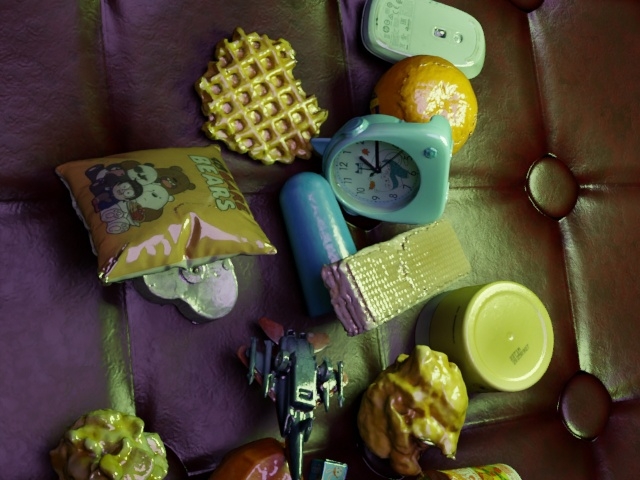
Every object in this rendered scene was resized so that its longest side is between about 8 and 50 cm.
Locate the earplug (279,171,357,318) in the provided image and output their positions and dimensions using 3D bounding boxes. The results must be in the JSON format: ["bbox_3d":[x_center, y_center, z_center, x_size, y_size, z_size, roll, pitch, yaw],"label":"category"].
[{"bbox_3d":[0.000,0.000,1.657,0.132,0.132,0.273,-15,84,-27],"label":"earplug"}]

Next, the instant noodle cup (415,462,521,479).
[{"bbox_3d":[0.299,0.510,1.696,0.185,0.168,0.168,-4,83,-34],"label":"instant noodle cup"}]

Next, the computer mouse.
[{"bbox_3d":[0.218,-0.430,1.851,0.288,0.097,0.159,11,77,-12],"label":"computer mouse"}]

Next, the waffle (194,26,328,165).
[{"bbox_3d":[-0.109,-0.281,1.693,0.291,0.051,0.291,4,81,-24],"label":"waffle"}]

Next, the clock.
[{"bbox_3d":[0.116,-0.147,1.686,0.274,0.223,0.094,9,41,8],"label":"clock"}]

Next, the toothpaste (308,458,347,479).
[{"bbox_3d":[-0.007,0.538,1.587,0.050,0.065,0.266,18,74,-22],"label":"toothpaste"}]

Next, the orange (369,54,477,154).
[{"bbox_3d":[0.208,-0.265,1.761,0.219,0.193,0.219,0,85,-4],"label":"orange"}]

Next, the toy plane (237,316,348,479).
[{"bbox_3d":[-0.040,0.277,1.517,0.223,0.104,0.326,18,37,-21],"label":"toy plane"}]

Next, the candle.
[{"bbox_3d":[-0.232,0.053,1.566,0.192,0.068,0.168,26,69,-22],"label":"candle"}]

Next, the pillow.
[{"bbox_3d":[-0.268,-0.057,1.489,0.312,0.119,0.310,-9,43,-26],"label":"pillow"}]

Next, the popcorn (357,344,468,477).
[{"bbox_3d":[0.171,0.322,1.646,0.190,0.191,0.253,7,86,-10],"label":"popcorn"}]

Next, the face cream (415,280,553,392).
[{"bbox_3d":[0.327,0.197,1.742,0.218,0.179,0.218,5,79,-25],"label":"face cream"}]

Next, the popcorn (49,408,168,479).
[{"bbox_3d":[-0.339,0.367,1.396,0.167,0.185,0.187,-24,122,-7],"label":"popcorn"}]

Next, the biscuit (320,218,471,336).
[{"bbox_3d":[0.152,0.058,1.644,0.426,0.078,0.144,-21,85,-55],"label":"biscuit"}]

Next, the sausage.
[{"bbox_3d":[-0.137,0.462,1.496,0.153,0.141,0.268,43,65,-13],"label":"sausage"}]
